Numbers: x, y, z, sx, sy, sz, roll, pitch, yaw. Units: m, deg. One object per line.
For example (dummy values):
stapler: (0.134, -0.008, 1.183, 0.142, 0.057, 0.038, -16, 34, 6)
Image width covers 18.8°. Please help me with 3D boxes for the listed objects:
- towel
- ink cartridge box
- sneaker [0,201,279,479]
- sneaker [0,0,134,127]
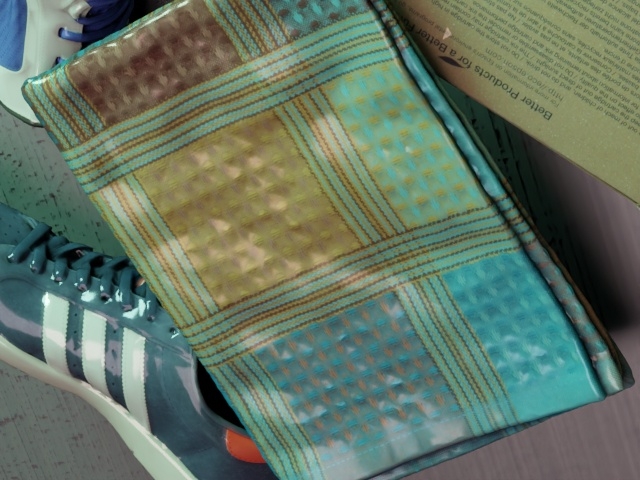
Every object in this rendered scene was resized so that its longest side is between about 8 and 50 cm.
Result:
towel: (0.000, 0.000, 1.269, 0.271, 0.040, 0.370, -25, 109, 28)
ink cartridge box: (0.170, -0.157, 1.184, 0.235, 0.088, 0.193, 33, 126, 5)
sneaker: (-0.135, 0.052, 1.421, 0.350, 0.131, 0.148, 39, 121, -7)
sneaker: (-0.160, -0.182, 1.316, 0.315, 0.127, 0.182, -10, 114, 36)
